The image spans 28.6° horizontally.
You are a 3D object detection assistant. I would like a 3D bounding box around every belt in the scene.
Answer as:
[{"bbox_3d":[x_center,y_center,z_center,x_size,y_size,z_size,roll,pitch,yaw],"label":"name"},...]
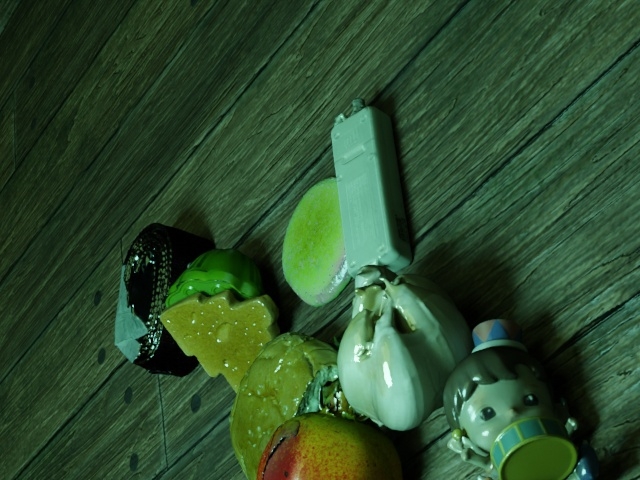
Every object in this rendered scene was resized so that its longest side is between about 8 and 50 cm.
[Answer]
[{"bbox_3d":[-0.308,0.112,2.408,0.184,0.164,0.289,-17,63,43],"label":"belt"}]

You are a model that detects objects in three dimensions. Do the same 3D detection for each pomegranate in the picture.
[{"bbox_3d":[0.019,0.329,1.790,0.210,0.210,0.235,18,91,57],"label":"pomegranate"}]

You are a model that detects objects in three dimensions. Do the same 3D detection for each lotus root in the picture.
[{"bbox_3d":[-0.172,0.077,2.240,0.186,0.186,0.186,-28,55,49],"label":"lotus root"}]

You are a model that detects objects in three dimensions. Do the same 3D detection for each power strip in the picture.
[{"bbox_3d":[0.077,-0.083,1.993,0.098,0.058,0.338,-31,53,36],"label":"power strip"}]

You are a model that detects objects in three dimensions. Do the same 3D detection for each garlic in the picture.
[{"bbox_3d":[0.118,0.130,1.713,0.281,0.184,0.203,-70,-30,-60],"label":"garlic"}]

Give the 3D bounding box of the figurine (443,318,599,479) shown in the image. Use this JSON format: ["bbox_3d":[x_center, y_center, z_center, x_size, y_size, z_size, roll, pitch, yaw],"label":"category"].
[{"bbox_3d":[0.234,0.216,1.548,0.275,0.161,0.158,-115,12,-52],"label":"figurine"}]

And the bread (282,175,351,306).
[{"bbox_3d":[0.000,0.000,2.108,0.228,0.033,0.229,-25,58,48],"label":"bread"}]

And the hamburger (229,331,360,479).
[{"bbox_3d":[-0.049,0.269,1.983,0.211,0.132,0.309,41,113,52],"label":"hamburger"}]

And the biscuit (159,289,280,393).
[{"bbox_3d":[-0.164,0.162,2.154,0.041,0.238,0.212,-49,-25,-54],"label":"biscuit"}]
